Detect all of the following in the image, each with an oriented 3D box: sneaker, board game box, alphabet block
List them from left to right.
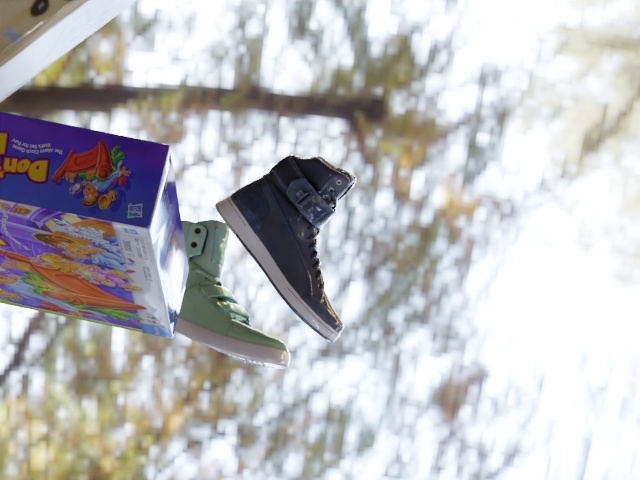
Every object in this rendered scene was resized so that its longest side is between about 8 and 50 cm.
[{"bbox_3d":[-0.289,-0.261,1.548,0.197,0.192,0.193,-39,-177,-6],"label":"alphabet block"},{"bbox_3d":[-0.248,-0.013,1.536,0.233,0.078,0.347,11,162,2],"label":"board game box"},{"bbox_3d":[-0.127,0.055,2.095,0.256,0.151,0.094,25,175,23],"label":"sneaker"},{"bbox_3d":[0.000,0.000,2.091,0.163,0.226,0.086,-36,-175,0],"label":"sneaker"}]
